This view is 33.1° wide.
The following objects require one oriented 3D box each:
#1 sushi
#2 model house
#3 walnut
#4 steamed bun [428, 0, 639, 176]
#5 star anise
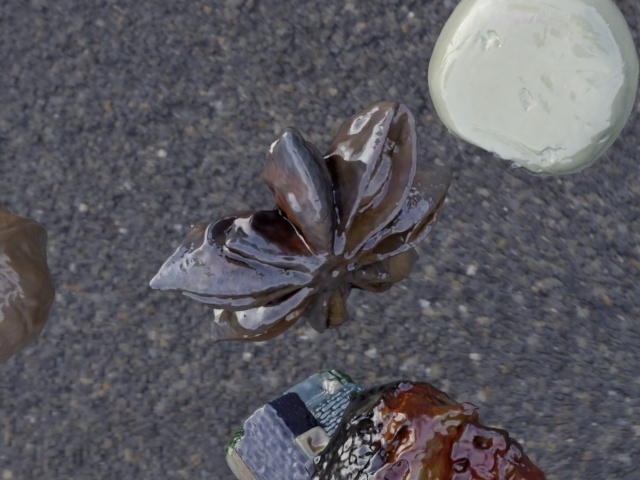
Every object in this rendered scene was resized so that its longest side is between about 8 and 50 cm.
[{"bbox_3d":[0.143,0.295,1.082,0.343,0.182,0.196,42,70,-15],"label":"sushi"},{"bbox_3d":[0.005,0.357,1.945,0.298,0.284,0.243,-34,77,-19],"label":"model house"},{"bbox_3d":[-0.492,0.050,1.506,0.227,0.273,0.273,-6,75,-19],"label":"walnut"},{"bbox_3d":[0.363,-0.294,1.777,0.334,0.233,0.312,33,125,1],"label":"steamed bun"},{"bbox_3d":[-0.013,-0.004,1.022,0.315,0.315,0.108,-36,52,14],"label":"star anise"}]
